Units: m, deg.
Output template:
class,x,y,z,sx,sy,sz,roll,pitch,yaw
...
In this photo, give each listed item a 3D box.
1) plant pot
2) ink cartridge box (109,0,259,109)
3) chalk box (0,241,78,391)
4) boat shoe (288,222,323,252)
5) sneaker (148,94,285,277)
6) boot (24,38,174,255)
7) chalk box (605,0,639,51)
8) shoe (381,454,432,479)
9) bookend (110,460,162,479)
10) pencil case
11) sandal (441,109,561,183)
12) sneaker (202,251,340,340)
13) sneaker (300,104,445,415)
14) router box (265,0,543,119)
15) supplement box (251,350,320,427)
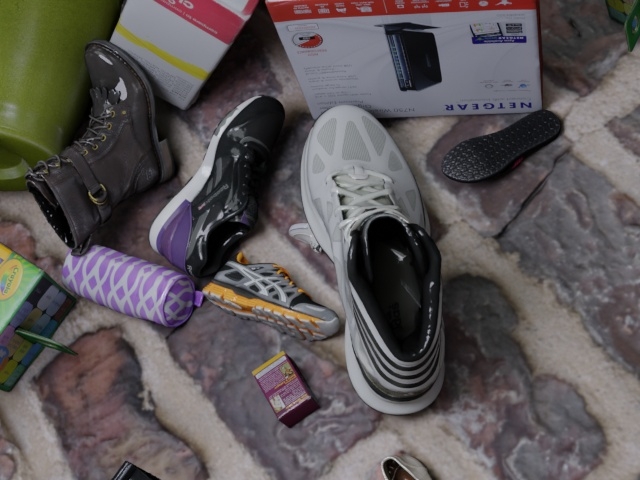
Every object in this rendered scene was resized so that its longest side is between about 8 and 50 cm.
class,x,y,z,sx,sy,sz,roll,pitch,yaw
plant pot,-0.492,-0.277,1.828,0.367,0.366,0.352,-4,67,19
ink cartridge box,-0.162,-0.388,1.721,0.160,0.385,0.279,29,69,-11
chalk box,-0.484,0.096,1.721,0.289,0.180,0.179,33,79,13
boat shoe,0.000,0.000,1.690,0.100,0.035,0.035,8,66,17
sneaker,-0.117,-0.071,1.725,0.124,0.107,0.283,33,89,37
boot,-0.335,-0.137,1.731,0.091,0.262,0.229,-5,25,45
chalk box,0.469,-0.356,1.627,0.132,0.132,0.213,36,80,30
shoe,0.132,0.354,1.451,0.077,0.058,0.219,-32,58,4
bookend,-0.179,0.366,1.508,0.157,0.156,0.072,30,78,29
pencil case,-0.279,0.063,1.736,0.206,0.088,0.086,19,94,27
sandal,0.252,-0.122,1.655,0.179,0.040,0.067,-25,64,-9
sneaker,-0.063,0.074,1.651,0.215,0.084,0.083,18,68,28
sneaker,0.084,-0.027,1.519,0.169,0.257,0.447,-9,64,-8
router box,0.126,-0.273,1.594,0.336,0.301,0.082,-1,66,13
supplement box,-0.046,0.199,1.604,0.055,0.043,0.083,-34,58,2
